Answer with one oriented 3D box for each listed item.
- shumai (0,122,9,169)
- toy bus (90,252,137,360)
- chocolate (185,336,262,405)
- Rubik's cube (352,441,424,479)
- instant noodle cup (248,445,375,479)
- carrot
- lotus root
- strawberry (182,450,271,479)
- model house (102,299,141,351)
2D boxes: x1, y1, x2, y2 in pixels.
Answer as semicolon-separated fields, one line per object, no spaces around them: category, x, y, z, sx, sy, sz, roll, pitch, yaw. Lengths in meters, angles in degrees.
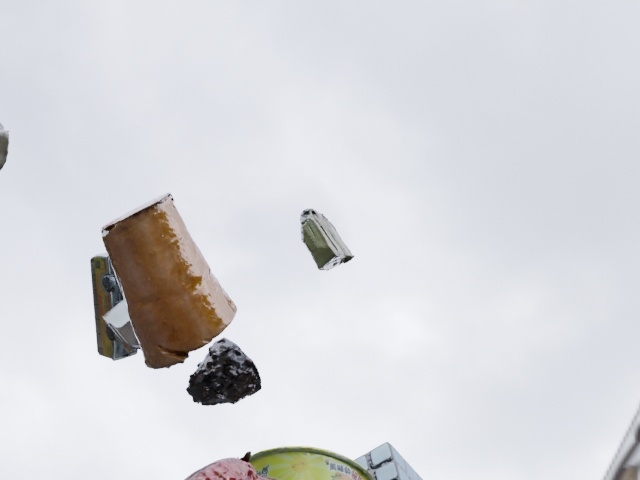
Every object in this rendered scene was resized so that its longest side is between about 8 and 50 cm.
shumai;-0.523;-0.131;1.210;0.218;0.184;0.185;-23;-69;-12
toy bus;-0.507;0.156;2.296;0.106;0.092;0.268;7;-77;41
chocolate;-0.221;0.296;1.953;0.156;0.133;0.156;31;-41;32
Rubik's cube;0.115;0.506;1.735;0.163;0.160;0.162;-31;-59;10
instant noodle cup;-0.036;0.485;1.494;0.264;0.200;0.264;3;-50;3
carrot;-0.277;0.066;1.588;0.196;0.196;0.254;-18;-74;35
lotus root;-0.002;0.002;2.057;0.070;0.144;0.143;-37;-20;14
strawberry;-0.152;0.381;1.297;0.098;0.174;0.228;42;0;21
model house;-0.398;0.188;2.009;0.100;0.088;0.100;21;-34;56
